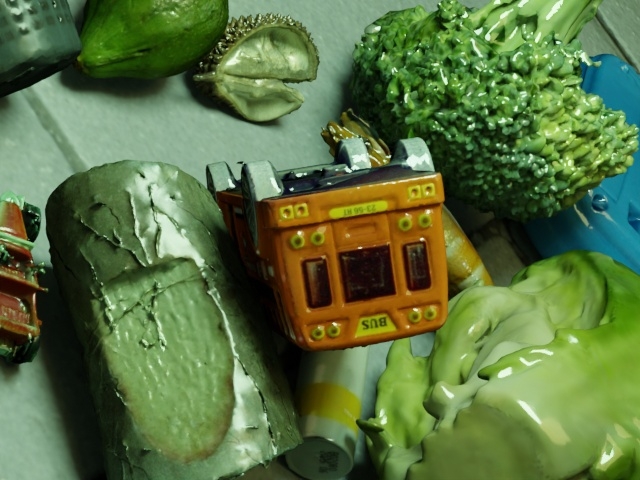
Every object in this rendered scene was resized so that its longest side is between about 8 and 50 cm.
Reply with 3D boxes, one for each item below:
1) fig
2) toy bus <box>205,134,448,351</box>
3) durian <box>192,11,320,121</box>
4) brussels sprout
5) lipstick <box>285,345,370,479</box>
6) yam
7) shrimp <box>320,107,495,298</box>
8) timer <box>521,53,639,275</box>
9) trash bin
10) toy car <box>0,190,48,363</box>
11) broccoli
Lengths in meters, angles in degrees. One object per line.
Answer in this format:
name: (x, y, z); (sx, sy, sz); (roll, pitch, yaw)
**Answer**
fig: (-0.158, -0.194, 1.439); (0.156, 0.123, 0.123); (-28, 82, -35)
toy bus: (0.000, 0.000, 1.321); (0.143, 0.329, 0.153); (-10, 96, -11)
durian: (-0.073, -0.163, 1.539); (0.140, 0.110, 0.071); (-9, 32, -39)
brussels sprout: (0.212, 0.170, 1.390); (0.314, 0.276, 0.371); (54, 31, 2)
lipstick: (0.015, 0.086, 1.435); (0.059, 0.059, 0.264); (35, 39, -22)
yam: (-0.108, 0.076, 1.235); (0.154, 0.154, 0.254); (3, 59, -46)
shrimp: (0.084, -0.026, 1.552); (0.248, 0.068, 0.150); (52, -5, -31)
timer: (0.354, -0.043, 1.869); (0.309, 0.115, 0.340); (46, 36, -14)
trash bin: (-0.270, -0.187, 1.283); (0.175, 0.175, 0.161); (-27, 93, -54)
toy car: (-0.234, 0.021, 1.222); (0.073, 0.054, 0.143); (23, 46, -34)
broccoli: (0.195, -0.148, 1.634); (0.249, 0.302, 0.375); (64, 8, -5)
